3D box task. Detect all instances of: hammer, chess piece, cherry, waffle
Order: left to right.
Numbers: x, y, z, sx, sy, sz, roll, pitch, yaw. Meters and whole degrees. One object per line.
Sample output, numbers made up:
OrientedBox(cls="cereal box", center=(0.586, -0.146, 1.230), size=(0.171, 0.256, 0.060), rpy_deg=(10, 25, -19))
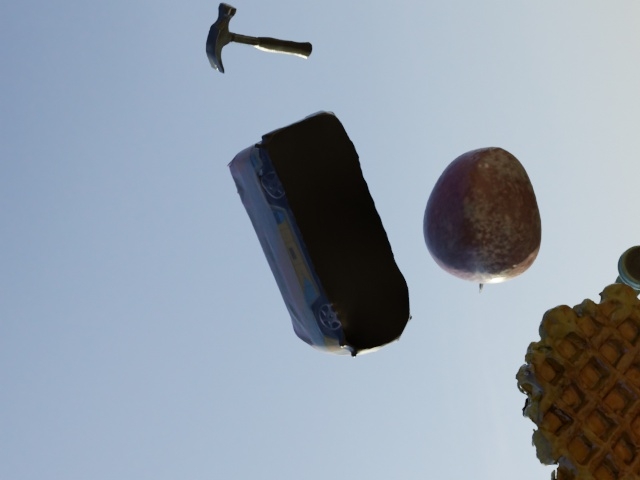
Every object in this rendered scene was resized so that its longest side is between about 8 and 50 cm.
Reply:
OrientedBox(cls="hammer", center=(-0.092, -0.306, 2.048), size=(0.246, 0.029, 0.103), rpy_deg=(1, -66, -55))
OrientedBox(cls="cherry", center=(0.294, -0.027, 2.364), size=(0.213, 0.236, 0.285), rpy_deg=(-21, -57, -41))
OrientedBox(cls="waffle", center=(0.402, 0.213, 1.726), size=(0.068, 0.302, 0.325), rpy_deg=(123, 146, -62))
OrientedBox(cls="chess piece", center=(0.465, 0.055, 1.919), size=(0.103, 0.067, 0.067), rpy_deg=(93, 172, -67))

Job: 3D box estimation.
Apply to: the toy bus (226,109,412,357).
OrientedBox(cls="toy bus", center=(0.000, 0.000, 2.079), size=(0.171, 0.162, 0.386), rpy_deg=(-25, -83, -31))
